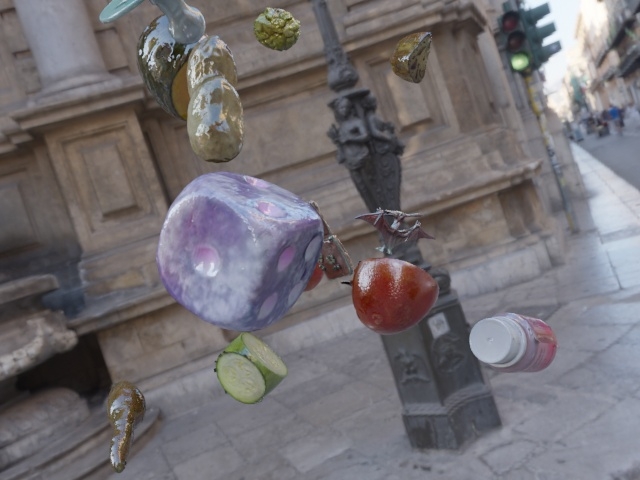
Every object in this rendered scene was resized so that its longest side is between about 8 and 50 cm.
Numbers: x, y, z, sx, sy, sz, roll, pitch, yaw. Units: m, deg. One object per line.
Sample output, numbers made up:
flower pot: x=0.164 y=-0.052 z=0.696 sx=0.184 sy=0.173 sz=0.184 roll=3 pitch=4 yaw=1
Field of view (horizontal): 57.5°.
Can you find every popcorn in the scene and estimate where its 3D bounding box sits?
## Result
popcorn: x=-0.110 y=-0.551 z=1.511 sx=0.120 sy=0.116 sz=0.106 roll=-11 pitch=38 yaw=28

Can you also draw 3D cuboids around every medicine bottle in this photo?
medicine bottle: x=0.454 y=0.243 z=1.383 sx=0.147 sy=0.147 sz=0.247 roll=-17 pitch=-21 yaw=38

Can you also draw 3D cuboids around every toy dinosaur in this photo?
toy dinosaur: x=0.167 y=-0.020 z=1.304 sx=0.220 sy=0.108 sz=0.032 roll=15 pitch=5 yaw=-29

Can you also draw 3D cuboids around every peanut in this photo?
peanut: x=-0.162 y=-0.216 z=0.894 sx=0.085 sy=0.228 sz=0.104 roll=0 pitch=-31 yaw=-17

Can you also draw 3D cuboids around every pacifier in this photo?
pacifier: x=-0.377 y=-0.610 z=1.436 sx=0.288 sy=0.269 sz=0.344 roll=-14 pitch=46 yaw=32

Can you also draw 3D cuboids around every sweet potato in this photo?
sweet potato: x=-0.369 y=0.332 z=1.110 sx=0.074 sy=0.075 sz=0.269 roll=-19 pitch=24 yaw=-10

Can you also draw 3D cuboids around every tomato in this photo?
tomato: x=0.214 y=0.198 z=1.798 sx=0.308 sy=0.309 sz=0.170 roll=-16 pitch=42 yaw=50

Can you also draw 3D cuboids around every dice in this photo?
dice: x=-0.171 y=0.018 z=1.282 sx=0.270 sy=0.270 sz=0.271 roll=29 pitch=20 yaw=19

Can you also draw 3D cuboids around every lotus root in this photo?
lotus root: x=0.285 y=-0.596 z=1.905 sx=0.095 sy=0.160 sz=0.135 roll=-11 pitch=19 yaw=-38

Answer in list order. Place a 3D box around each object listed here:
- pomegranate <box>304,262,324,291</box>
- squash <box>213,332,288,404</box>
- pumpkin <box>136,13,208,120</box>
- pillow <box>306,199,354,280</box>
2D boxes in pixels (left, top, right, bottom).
pomegranate: x=-0.093 y=0.094 z=2.167 sx=0.235 sy=0.210 sz=0.210 roll=-3 pitch=-9 yaw=-43
squash: x=-0.171 y=0.339 z=1.710 sx=0.189 sy=0.189 sz=0.260 roll=-17 pitch=11 yaw=33
pumpkin: x=-0.426 y=-0.529 z=1.811 sx=0.256 sy=0.225 sz=0.303 roll=-39 pitch=-28 yaw=3
pillow: x=0.000 y=0.000 z=1.548 sx=0.043 sy=0.233 sz=0.126 roll=-38 pitch=10 yaw=-38
